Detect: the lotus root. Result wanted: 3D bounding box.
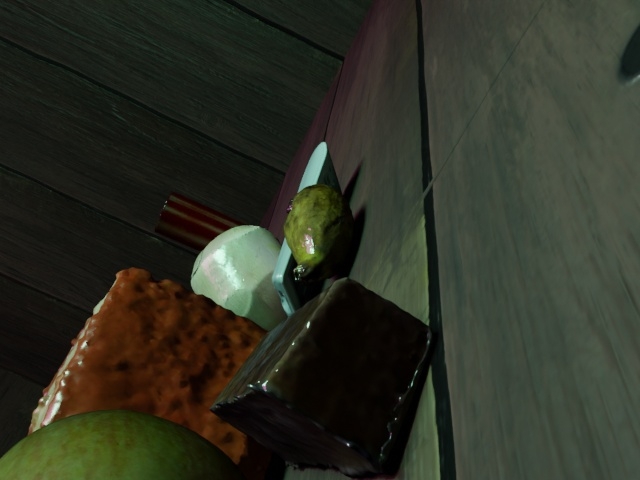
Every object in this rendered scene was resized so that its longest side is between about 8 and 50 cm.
[{"bbox_3d":[0.000,0.000,1.009,0.191,0.094,0.108,-100,6,-61],"label":"lotus root"}]

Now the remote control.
[{"bbox_3d":[-0.020,-0.020,1.175,0.103,0.051,0.293,70,-154,-43],"label":"remote control"}]

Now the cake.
[{"bbox_3d":[-0.204,0.239,0.927,0.270,0.269,0.320,-74,11,-52],"label":"cake"}]

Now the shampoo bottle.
[{"bbox_3d":[-0.153,0.003,1.359,0.102,0.260,0.064,125,167,-55],"label":"shampoo bottle"}]

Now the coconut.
[{"bbox_3d":[-0.105,0.075,1.234,0.170,0.183,0.171,-34,-17,-12],"label":"coconut"}]

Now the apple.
[{"bbox_3d":[-0.163,0.254,0.631,0.257,0.256,0.234,-62,26,23],"label":"apple"}]

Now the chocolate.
[{"bbox_3d":[-0.009,0.119,0.660,0.112,0.112,0.321,-57,4,-20],"label":"chocolate"}]
